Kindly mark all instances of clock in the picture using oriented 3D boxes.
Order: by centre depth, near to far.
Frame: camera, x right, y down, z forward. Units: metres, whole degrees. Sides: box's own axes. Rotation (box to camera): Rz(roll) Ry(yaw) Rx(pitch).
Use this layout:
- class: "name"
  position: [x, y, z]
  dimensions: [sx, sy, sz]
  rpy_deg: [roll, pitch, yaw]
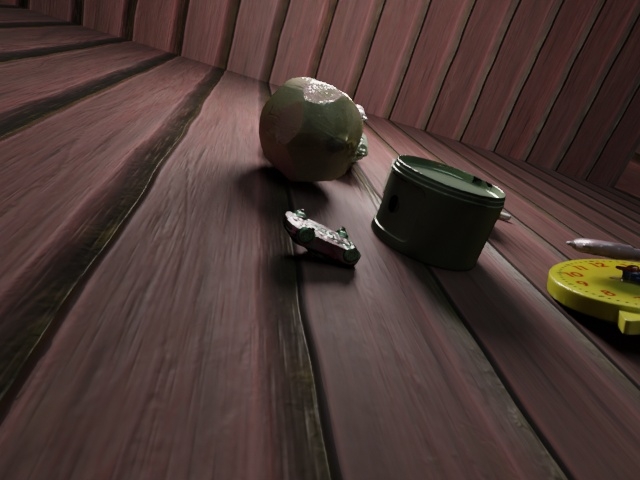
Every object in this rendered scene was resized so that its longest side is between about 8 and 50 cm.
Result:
- class: "clock"
  position: [0.580, 0.082, 0.833]
  dimensions: [0.276, 0.071, 0.293]
  rpy_deg: [-4, 14, -10]

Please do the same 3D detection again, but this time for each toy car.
- class: "toy car"
  position: [0.000, 0.000, 0.703]
  dimensions: [0.142, 0.055, 0.069]
  rpy_deg: [24, 20, -26]

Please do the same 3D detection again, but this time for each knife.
- class: "knife"
  position: [0.673, 0.032, 0.879]
  dimensions: [0.398, 0.038, 0.132]
  rpy_deg: [7, 3, -15]

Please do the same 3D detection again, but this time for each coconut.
- class: "coconut"
  position: [-0.018, -0.237, 1.008]
  dimensions: [0.226, 0.227, 0.230]
  rpy_deg: [2, 28, -33]

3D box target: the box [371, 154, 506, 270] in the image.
- class: "box"
  position: [0.231, -0.062, 0.894]
  dimensions: [0.225, 0.150, 0.226]
  rpy_deg: [15, 22, -6]

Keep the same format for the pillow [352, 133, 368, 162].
- class: "pillow"
  position: [0.007, -0.305, 1.281]
  dimensions: [0.283, 0.138, 0.310]
  rpy_deg: [18, 20, -6]

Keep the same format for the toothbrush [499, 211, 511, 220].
- class: "toothbrush"
  position: [0.416, -0.109, 1.306]
  dimensions: [0.287, 0.021, 0.024]
  rpy_deg: [19, 34, 1]

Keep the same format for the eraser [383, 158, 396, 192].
- class: "eraser"
  position: [0.306, -0.126, 1.180]
  dimensions: [0.278, 0.081, 0.124]
  rpy_deg: [20, 23, 2]

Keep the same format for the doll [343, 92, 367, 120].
- class: "doll"
  position: [0.063, -0.389, 1.295]
  dimensions: [0.160, 0.059, 0.160]
  rpy_deg: [29, 13, -12]
